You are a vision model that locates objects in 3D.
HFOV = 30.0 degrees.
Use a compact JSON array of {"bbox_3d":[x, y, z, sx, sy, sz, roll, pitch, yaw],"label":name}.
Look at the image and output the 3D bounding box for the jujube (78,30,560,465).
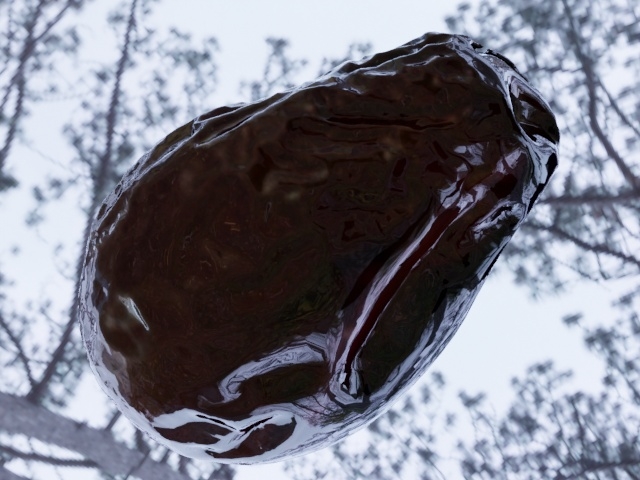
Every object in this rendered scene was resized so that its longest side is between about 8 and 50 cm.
[{"bbox_3d":[0.000,0.000,0.551,0.236,0.168,0.168,-37,-131,16],"label":"jujube"}]
